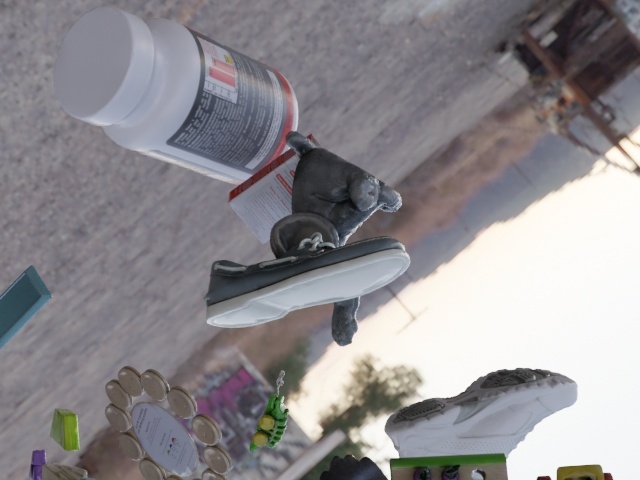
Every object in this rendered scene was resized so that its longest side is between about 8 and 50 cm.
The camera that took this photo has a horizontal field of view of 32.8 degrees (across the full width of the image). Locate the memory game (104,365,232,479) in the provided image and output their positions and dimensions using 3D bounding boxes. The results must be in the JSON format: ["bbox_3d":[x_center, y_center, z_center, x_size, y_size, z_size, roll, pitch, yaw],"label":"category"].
[{"bbox_3d":[-0.168,0.216,1.193,0.012,0.186,0.186,-39,176,-42],"label":"memory game"}]

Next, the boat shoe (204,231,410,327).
[{"bbox_3d":[-0.028,0.035,1.477,0.319,0.099,0.116,-19,154,30],"label":"boat shoe"}]

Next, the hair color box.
[{"bbox_3d":[-0.053,-0.082,1.730,0.167,0.093,0.053,-34,-159,13],"label":"hair color box"}]

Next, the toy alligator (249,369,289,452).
[{"bbox_3d":[-0.084,0.333,2.064,0.056,0.051,0.190,-59,171,-67],"label":"toy alligator"}]

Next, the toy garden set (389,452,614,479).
[{"bbox_3d":[0.169,0.305,0.953,0.204,0.244,0.049,-2,156,-1],"label":"toy garden set"}]

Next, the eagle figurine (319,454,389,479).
[{"bbox_3d":[0.148,0.383,1.286,0.225,0.226,0.298,-40,-148,-10],"label":"eagle figurine"}]

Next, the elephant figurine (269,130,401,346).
[{"bbox_3d":[0.000,0.000,1.595,0.169,0.186,0.239,28,94,-47],"label":"elephant figurine"}]

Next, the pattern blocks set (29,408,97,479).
[{"bbox_3d":[-0.312,0.348,1.321,0.026,0.285,0.325,3,-173,-25],"label":"pattern blocks set"}]

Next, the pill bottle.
[{"bbox_3d":[-0.220,-0.225,1.711,0.210,0.210,0.363,-43,147,22],"label":"pill bottle"}]

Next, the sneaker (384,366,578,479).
[{"bbox_3d":[0.193,0.221,1.255,0.232,0.115,0.090,-17,-171,-7],"label":"sneaker"}]

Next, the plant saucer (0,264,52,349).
[{"bbox_3d":[-0.505,0.124,1.731,0.192,0.067,0.018,-43,162,17],"label":"plant saucer"}]
